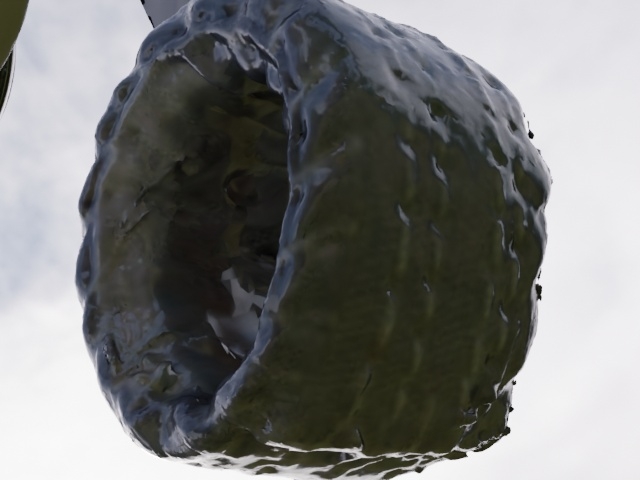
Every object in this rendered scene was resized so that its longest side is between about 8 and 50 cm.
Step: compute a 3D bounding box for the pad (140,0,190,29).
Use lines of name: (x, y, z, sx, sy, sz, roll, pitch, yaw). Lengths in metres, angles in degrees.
pad: (-0.049, -0.137, 1.017, 0.007, 0.367, 0.247, -24, -2, -33)

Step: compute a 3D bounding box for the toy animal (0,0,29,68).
toy animal: (-0.210, -0.143, 0.413, 0.271, 0.265, 0.206, -51, -33, 7)

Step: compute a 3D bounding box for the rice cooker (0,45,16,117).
rice cooker: (-0.483, -0.215, 1.521, 0.227, 0.241, 0.280, 8, -21, -42)

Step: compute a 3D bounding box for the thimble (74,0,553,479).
thimble: (0.000, 0.000, 0.625, 0.172, 0.236, 0.205, 14, -35, -38)
